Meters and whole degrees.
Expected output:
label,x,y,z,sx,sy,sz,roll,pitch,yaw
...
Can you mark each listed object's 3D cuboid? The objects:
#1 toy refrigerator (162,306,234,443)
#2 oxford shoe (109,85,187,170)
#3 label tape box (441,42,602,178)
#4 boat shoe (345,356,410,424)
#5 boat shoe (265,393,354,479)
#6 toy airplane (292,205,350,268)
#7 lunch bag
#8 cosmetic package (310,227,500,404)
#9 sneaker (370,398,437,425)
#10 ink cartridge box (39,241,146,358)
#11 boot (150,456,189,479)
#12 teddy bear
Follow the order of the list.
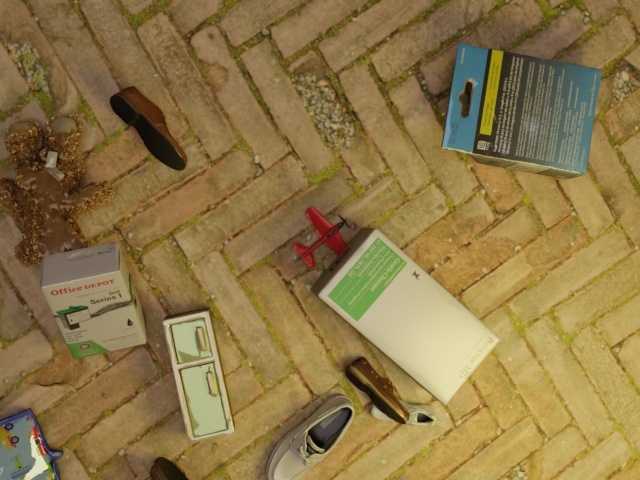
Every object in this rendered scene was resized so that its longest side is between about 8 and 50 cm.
label,x,y,z,sx,sy,sz,roll,pitch,yaw
toy refrigerator,-0.261,0.288,1.631,0.102,0.094,0.269,-11,91,-6
oxford shoe,-0.352,-0.245,1.631,0.212,0.076,0.076,52,45,-14
label tape box,0.436,-0.286,1.698,0.334,0.106,0.240,10,89,-6
boat shoe,0.135,0.329,1.674,0.178,0.064,0.060,43,64,17
boat shoe,-0.024,0.444,1.663,0.095,0.084,0.258,40,86,-6
toy airplane,0.000,0.000,1.690,0.151,0.028,0.151,0,92,-7
lunch bag,-0.685,0.499,1.578,0.293,0.138,0.220,-21,90,-15
cosmetic package,0.180,0.158,1.645,0.365,0.155,0.197,40,86,-6
sneaker,0.189,0.387,1.700,0.152,0.061,0.053,6,92,-5
ink cartridge box,-0.461,0.125,1.551,0.160,0.092,0.219,-13,132,-6
boot,-0.296,0.612,1.630,0.115,0.112,0.305,-30,96,5
teddy bear,-0.566,-0.107,1.598,0.245,0.113,0.338,-24,86,-13
